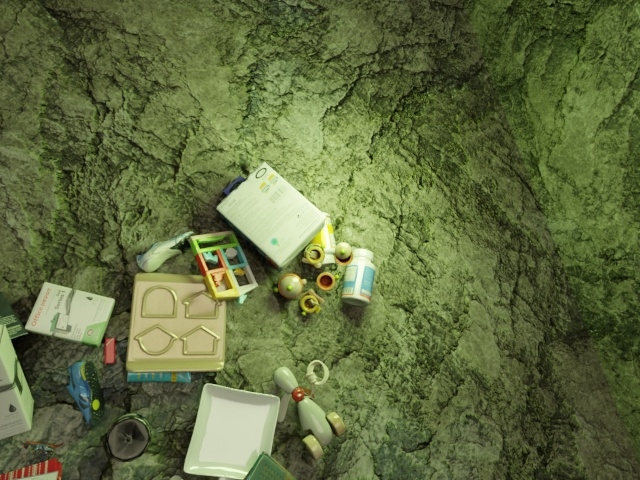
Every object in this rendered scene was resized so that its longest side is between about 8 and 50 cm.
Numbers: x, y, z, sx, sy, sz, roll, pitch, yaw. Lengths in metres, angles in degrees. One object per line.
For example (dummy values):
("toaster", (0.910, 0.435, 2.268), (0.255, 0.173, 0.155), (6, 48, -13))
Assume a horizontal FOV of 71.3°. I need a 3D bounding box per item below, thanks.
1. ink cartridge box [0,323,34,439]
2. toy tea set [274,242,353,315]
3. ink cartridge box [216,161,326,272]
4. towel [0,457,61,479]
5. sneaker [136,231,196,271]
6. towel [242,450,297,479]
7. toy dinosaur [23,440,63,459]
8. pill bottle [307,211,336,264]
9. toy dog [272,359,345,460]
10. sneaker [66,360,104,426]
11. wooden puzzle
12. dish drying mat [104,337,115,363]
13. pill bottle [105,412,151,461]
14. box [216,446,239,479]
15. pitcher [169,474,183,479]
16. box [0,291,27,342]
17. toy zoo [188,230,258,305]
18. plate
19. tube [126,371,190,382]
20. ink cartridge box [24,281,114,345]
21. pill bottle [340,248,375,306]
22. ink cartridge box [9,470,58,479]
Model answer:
("ink cartridge box", (-0.959, 0.411, 1.226), (0.223, 0.129, 0.308), (-12, 120, -24))
("toy tea set", (-0.018, 0.131, 1.725), (0.200, 0.124, 0.336), (36, 96, -1))
("ink cartridge box", (-0.209, -0.110, 1.728), (0.395, 0.151, 0.270), (42, 76, 6))
("towel", (-0.878, 0.740, 1.241), (0.274, 0.031, 0.199), (-9, 36, -25))
("sneaker", (-0.563, 0.027, 1.635), (0.086, 0.085, 0.237), (38, 53, 22))
("towel", (-0.159, 0.915, 1.475), (0.370, 0.040, 0.271), (52, 61, -23))
("toy dinosaur", (-0.852, 0.629, 1.355), (0.082, 0.047, 0.090), (40, 30, 4))
("pill bottle", (0.000, 0.000, 1.848), (0.117, 0.117, 0.215), (-5, 75, -23))
("toy dog", (-0.054, 0.625, 1.633), (0.220, 0.161, 0.334), (-9, 62, -21))
("sneaker", (-0.753, 0.491, 1.423), (0.082, 0.069, 0.210), (-15, 88, 8))
("wooden puzzle", (-0.501, 0.290, 1.579), (0.322, 0.080, 0.348), (5, 67, -21))
("dish drying mat", (-0.709, 0.371, 1.501), (0.032, 0.008, 0.083), (1, 73, -23))
("pill bottle", (-0.583, 0.595, 1.362), (0.122, 0.219, 0.123), (7, 71, -20))
("box", (-0.250, 0.815, 1.529), (0.186, 0.038, 0.145), (32, 63, -9))
("pitcher", (-0.405, 0.840, 1.379), (0.125, 0.178, 0.207), (-36, 88, -35))
("box", (-1.001, 0.264, 1.330), (0.156, 0.093, 0.158), (-35, 87, 10))
("toy zoo", (-0.353, 0.105, 1.664), (0.192, 0.030, 0.293), (-11, 69, -46))
("plate", (-0.296, 0.654, 1.521), (0.277, 0.045, 0.277), (16, 65, -15))
("tube", (-0.549, 0.450, 1.524), (0.207, 0.052, 0.080), (5, 78, -27))
("ink cartridge box", (-0.810, 0.244, 1.453), (0.219, 0.092, 0.160), (17, 67, -17))
("pill bottle", (0.162, 0.153, 1.862), (0.124, 0.124, 0.222), (20, 67, -15))
("ink cartridge box", (-0.824, 0.737, 1.183), (0.206, 0.045, 0.208), (-3, 30, -18))
